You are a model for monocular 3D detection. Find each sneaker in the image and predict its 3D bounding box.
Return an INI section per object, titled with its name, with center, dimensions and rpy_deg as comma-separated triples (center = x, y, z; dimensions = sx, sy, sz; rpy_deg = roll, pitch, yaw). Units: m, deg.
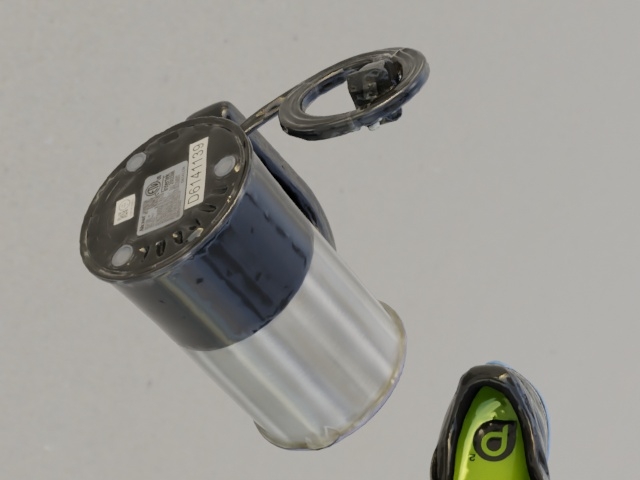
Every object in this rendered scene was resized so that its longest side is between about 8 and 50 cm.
[sneaker]
center = 0.070, 0.143, 0.614
dimensions = 0.078, 0.067, 0.188
rpy_deg = 53, 38, -62

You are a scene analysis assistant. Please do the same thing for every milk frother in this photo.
[milk frother]
center = 0.000, 0.000, 0.583
dimensions = 0.135, 0.143, 0.129
rpy_deg = 49, 46, -39
